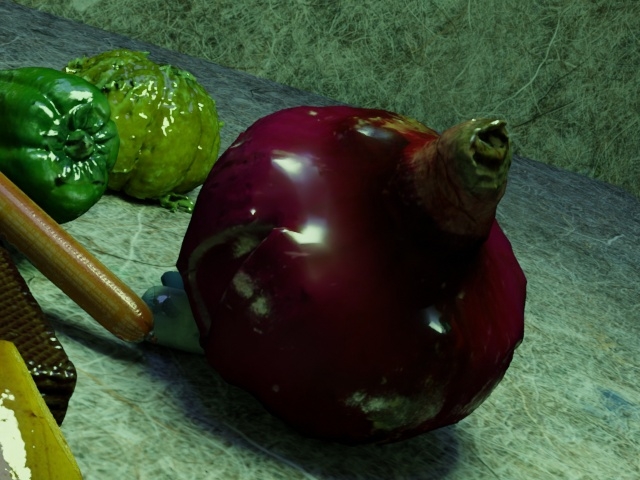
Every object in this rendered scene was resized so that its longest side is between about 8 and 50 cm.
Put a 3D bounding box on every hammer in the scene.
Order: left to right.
[{"bbox_3d":[-0.169,0.075,1.281,0.116,0.069,0.194,14,12,-16],"label":"hammer"}]

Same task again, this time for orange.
[{"bbox_3d":[-0.298,-0.198,1.731,0.300,0.223,0.301,19,15,-26],"label":"orange"}]

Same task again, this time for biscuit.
[{"bbox_3d":[-0.355,0.065,1.069,0.107,0.073,0.388,10,19,-35],"label":"biscuit"}]

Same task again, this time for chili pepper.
[{"bbox_3d":[-0.418,-0.101,1.331,0.385,0.213,0.167,1,33,41],"label":"chili pepper"}]

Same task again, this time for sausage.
[{"bbox_3d":[-0.311,-0.002,1.170,0.348,0.053,0.053,41,19,5],"label":"sausage"}]

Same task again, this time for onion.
[{"bbox_3d":[0.078,-0.010,1.132,0.398,0.420,0.398,21,43,-21],"label":"onion"}]

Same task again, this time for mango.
[{"bbox_3d":[-0.245,0.171,0.806,0.217,0.102,0.141,53,-9,44],"label":"mango"}]
